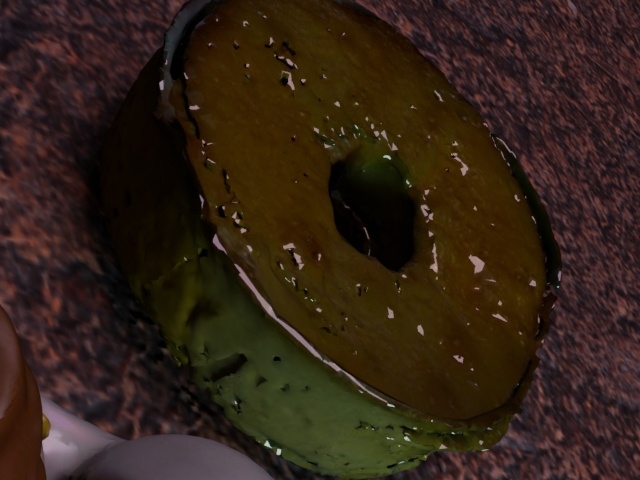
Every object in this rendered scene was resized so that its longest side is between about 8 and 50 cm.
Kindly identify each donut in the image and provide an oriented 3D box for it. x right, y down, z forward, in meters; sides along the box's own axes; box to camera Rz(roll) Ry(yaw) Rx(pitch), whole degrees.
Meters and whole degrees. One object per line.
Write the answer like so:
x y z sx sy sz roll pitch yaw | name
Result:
0.000 0.000 0.785 0.272 0.107 0.272 32 36 -26 | donut

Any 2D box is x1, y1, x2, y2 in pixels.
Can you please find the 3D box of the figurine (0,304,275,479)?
-0.101 0.096 0.454 0.263 0.142 0.189 35 15 -36 | figurine
